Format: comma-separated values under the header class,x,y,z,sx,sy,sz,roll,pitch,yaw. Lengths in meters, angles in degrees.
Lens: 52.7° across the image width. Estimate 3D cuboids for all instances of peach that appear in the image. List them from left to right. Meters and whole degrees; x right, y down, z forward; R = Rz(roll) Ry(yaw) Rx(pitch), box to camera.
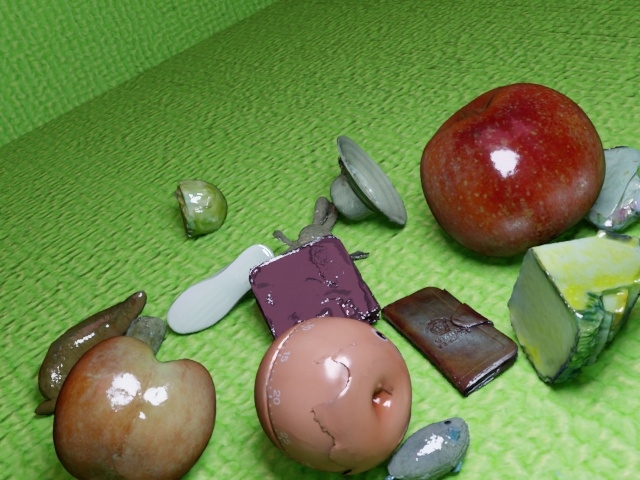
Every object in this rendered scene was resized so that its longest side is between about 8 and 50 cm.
class,x,y,z,sx,sy,sz,roll,pitch,yaw
peach,-0.296,0.282,1.033,0.252,0.252,0.252,-12,35,9

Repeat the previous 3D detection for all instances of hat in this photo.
class,x,y,z,sx,sy,sz,roll,pitch,yaw
hat,0.081,-0.108,1.460,0.110,0.252,0.252,-36,30,20

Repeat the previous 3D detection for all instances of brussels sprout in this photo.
class,x,y,z,sx,sy,sz,roll,pitch,yaw
brussels sprout,-0.298,-0.091,1.639,0.122,0.149,0.151,-15,71,-21

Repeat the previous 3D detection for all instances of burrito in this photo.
class,x,y,z,sx,sy,sz,roll,pitch,yaw
burrito,0.580,-0.100,1.298,0.144,0.089,0.229,-17,31,28

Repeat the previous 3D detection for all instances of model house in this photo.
class,x,y,z,sx,sy,sz,roll,pitch,yaw
model house,0.429,0.105,1.002,0.211,0.194,0.170,-12,47,-12

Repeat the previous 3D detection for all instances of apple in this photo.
class,x,y,z,sx,sy,sz,roll,pitch,yaw
apple,0.360,-0.139,1.244,0.348,0.277,0.348,-35,8,6

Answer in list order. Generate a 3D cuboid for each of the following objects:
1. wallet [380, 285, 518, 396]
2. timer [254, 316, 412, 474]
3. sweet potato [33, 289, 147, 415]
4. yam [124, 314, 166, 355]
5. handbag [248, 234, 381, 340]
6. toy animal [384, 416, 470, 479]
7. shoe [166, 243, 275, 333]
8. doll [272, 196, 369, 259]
class,x,y,z,sx,sy,sz,roll,pitch,yaw
wallet,0.227,0.161,1.145,0.137,0.031,0.255,-29,36,-15
timer,0.020,0.229,0.969,0.215,0.229,0.229,-2,35,50
sweet potato,-0.488,0.220,1.334,0.124,0.098,0.310,9,48,43
yam,-0.371,0.229,1.288,0.078,0.078,0.179,-4,38,20
handbag,-0.014,0.113,1.235,0.203,0.074,0.216,-27,59,-7
toy animal,0.124,0.341,0.919,0.253,0.070,0.079,-41,24,-25
shoe,-0.203,0.106,1.384,0.265,0.095,0.110,-35,-1,1
doll,-0.017,-0.005,1.439,0.203,0.091,0.286,7,40,-23
